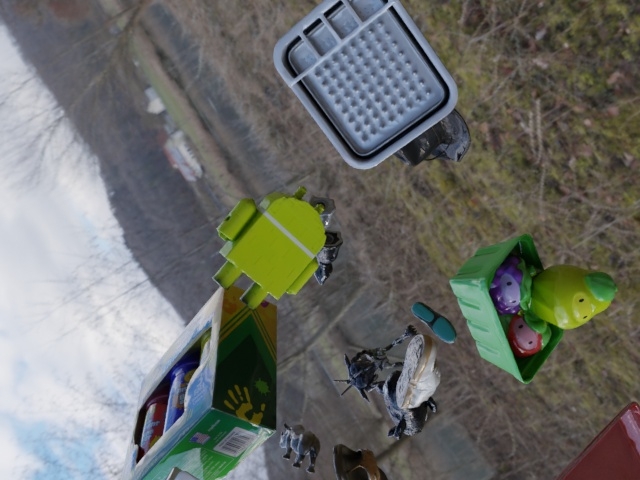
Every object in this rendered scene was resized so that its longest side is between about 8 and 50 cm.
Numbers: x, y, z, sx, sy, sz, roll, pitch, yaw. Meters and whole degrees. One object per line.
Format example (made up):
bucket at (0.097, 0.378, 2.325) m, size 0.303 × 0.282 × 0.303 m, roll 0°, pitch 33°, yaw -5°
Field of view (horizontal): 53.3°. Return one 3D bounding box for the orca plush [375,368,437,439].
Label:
orca plush at (0.181, 0.419, 1.504) m, size 0.151 × 0.102 × 0.287 m, roll 24°, pitch 146°, yaw 13°

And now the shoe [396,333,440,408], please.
shoe at (0.181, 0.234, 1.135) m, size 0.219 × 0.058 × 0.077 m, roll 98°, pitch 176°, yaw -51°

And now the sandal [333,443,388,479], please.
sandal at (0.084, 0.417, 1.149) m, size 0.219 × 0.060 × 0.090 m, roll 45°, pitch -158°, yaw -46°

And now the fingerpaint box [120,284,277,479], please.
fingerpaint box at (-0.289, 0.381, 1.503) m, size 0.163 × 0.445 × 0.371 m, roll 29°, pitch -148°, yaw -23°

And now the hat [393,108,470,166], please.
hat at (0.206, -0.270, 1.554) m, size 0.331 × 0.134 × 0.331 m, roll 44°, pitch 173°, yaw 6°

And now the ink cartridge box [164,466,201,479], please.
ink cartridge box at (-0.263, 0.595, 1.239) m, size 0.207 × 0.353 × 0.119 m, roll 33°, pitch -169°, yaw -5°

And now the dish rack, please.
dish rack at (0.096, -0.348, 1.337) m, size 0.333 × 0.285 × 0.072 m, roll 53°, pitch -159°, yaw -7°

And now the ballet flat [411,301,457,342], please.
ballet flat at (0.390, 0.274, 2.150) m, size 0.188 × 0.070 × 0.070 m, roll 45°, pitch 170°, yaw 26°

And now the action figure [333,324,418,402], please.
action figure at (0.179, 0.368, 1.858) m, size 0.141 × 0.275 × 0.164 m, roll 33°, pitch -153°, yaw -55°

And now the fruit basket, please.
fruit basket at (0.593, 0.178, 1.744) m, size 0.392 × 0.283 × 0.392 m, roll 32°, pitch 145°, yaw 26°

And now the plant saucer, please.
plant saucer at (0.445, 0.421, 0.966) m, size 0.258 × 0.259 × 0.047 m, roll 61°, pitch 153°, yaw -5°

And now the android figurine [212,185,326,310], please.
android figurine at (-0.099, 0.010, 1.354) m, size 0.248 × 0.273 × 0.056 m, roll 41°, pitch 174°, yaw -33°

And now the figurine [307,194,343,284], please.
figurine at (0.000, 0.000, 1.980) m, size 0.209 × 0.092 × 0.215 m, roll 99°, pitch 165°, yaw -51°

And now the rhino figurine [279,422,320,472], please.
rhino figurine at (-0.070, 0.613, 1.929) m, size 0.073 × 0.106 × 0.243 m, roll 20°, pitch 171°, yaw -22°
